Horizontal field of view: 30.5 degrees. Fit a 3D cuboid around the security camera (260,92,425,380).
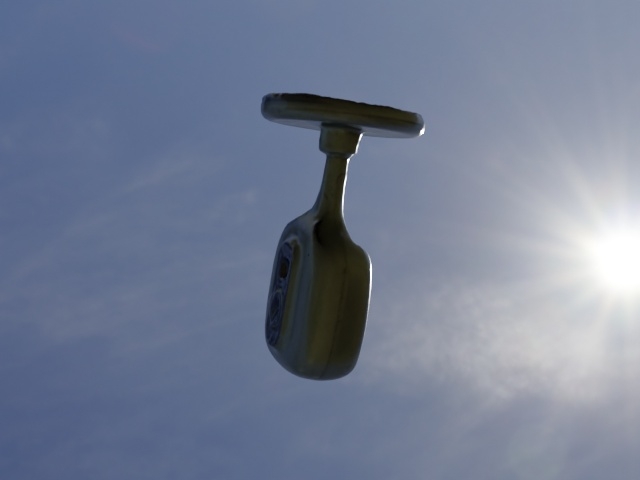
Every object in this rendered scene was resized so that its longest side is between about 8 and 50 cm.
[{"bbox_3d":[0.000,0.000,0.390,0.058,0.092,0.058,9,-178,0],"label":"security camera"}]
